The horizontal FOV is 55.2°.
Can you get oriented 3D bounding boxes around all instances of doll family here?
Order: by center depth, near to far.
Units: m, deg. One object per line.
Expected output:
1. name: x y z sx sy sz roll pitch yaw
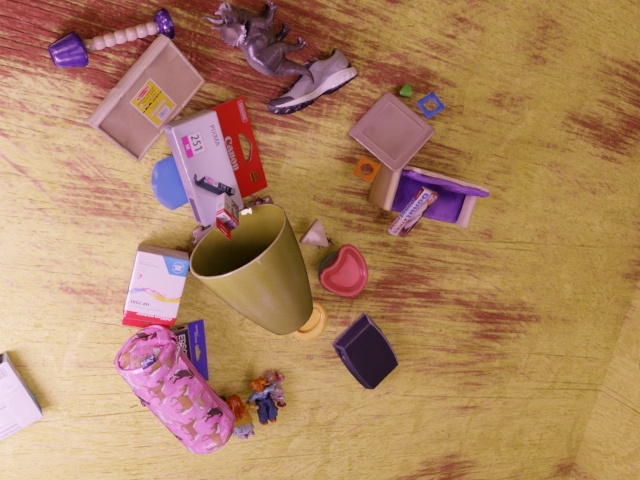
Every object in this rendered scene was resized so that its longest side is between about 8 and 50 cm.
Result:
1. doll family: -0.200 0.495 1.841 0.263 0.118 0.163 -25 117 -22

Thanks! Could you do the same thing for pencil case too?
1. pencil case: -0.376 0.404 1.626 0.160 0.167 0.386 -52 130 -34

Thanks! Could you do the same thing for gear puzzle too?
1. gear puzzle: -0.267 0.009 1.687 0.339 0.044 0.175 -26 120 -18

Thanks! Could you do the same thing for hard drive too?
1. hard drive: 0.162 0.382 2.061 0.172 0.054 0.254 -42 123 -13

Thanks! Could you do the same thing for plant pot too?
1. plant pot: -0.145 0.103 1.598 0.275 0.275 0.293 -39 123 -14

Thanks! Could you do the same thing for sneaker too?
1. sneaker: -0.033 -0.425 1.656 0.272 0.100 0.108 -33 98 -16

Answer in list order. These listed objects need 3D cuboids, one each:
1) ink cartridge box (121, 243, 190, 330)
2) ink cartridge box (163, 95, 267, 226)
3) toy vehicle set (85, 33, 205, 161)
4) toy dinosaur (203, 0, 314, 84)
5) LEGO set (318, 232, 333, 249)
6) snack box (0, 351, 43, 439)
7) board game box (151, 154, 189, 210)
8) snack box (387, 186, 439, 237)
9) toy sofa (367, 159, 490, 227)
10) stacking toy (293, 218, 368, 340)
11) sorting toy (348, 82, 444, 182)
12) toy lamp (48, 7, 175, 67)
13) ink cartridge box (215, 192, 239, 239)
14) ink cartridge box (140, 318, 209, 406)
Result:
1. ink cartridge box: -0.430 0.136 1.586 0.134 0.078 0.230 12 102 -18
2. ink cartridge box: -0.251 -0.207 1.587 0.239 0.060 0.275 -29 121 -28
3. toy vehicle set: -0.405 -0.332 1.446 0.266 0.035 0.166 -52 150 -6
4. toy dinosaur: -0.143 -0.499 1.554 0.160 0.121 0.313 -44 124 1
5. LEGO set: 0.000 -0.003 1.857 0.083 0.023 0.054 40 81 -21
6. snack box: -0.861 0.426 1.453 0.322 0.060 0.187 -28 118 -21
7. board game box: -0.362 -0.162 1.572 0.169 0.033 0.133 -33 122 -29
8. snack box: 0.279 -0.083 1.842 0.064 0.022 0.178 15 124 -35
9. toy sofa: 0.345 -0.140 1.922 0.363 0.177 0.150 10 102 -34
10. stacking toy: -0.035 0.106 1.827 0.309 0.130 0.279 -42 108 -13
11. sorting toy: 0.209 -0.316 1.807 0.196 0.047 0.347 41 81 9
12. toy lamp: -0.469 -0.453 1.382 0.275 0.080 0.080 -24 117 -22
13. ink cartridge box: -0.234 -0.061 1.541 0.029 0.115 0.063 -27 131 17
14. ink cartridge box: -0.409 0.341 1.708 0.208 0.045 0.206 -13 113 -29
